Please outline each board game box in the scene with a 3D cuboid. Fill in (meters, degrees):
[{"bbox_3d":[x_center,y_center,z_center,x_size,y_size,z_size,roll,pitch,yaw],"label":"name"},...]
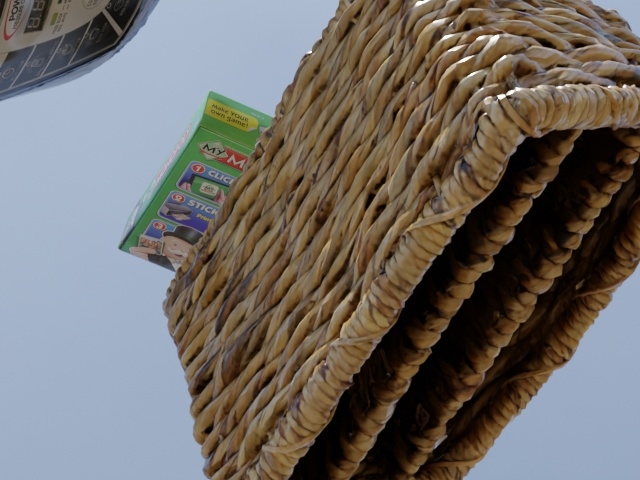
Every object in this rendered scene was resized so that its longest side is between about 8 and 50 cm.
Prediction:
[{"bbox_3d":[0.000,0.000,1.436,0.317,0.046,0.213,23,-40,-14],"label":"board game box"}]

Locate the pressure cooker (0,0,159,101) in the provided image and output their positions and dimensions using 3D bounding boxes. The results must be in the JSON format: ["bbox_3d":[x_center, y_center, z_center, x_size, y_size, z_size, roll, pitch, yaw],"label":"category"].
[{"bbox_3d":[-0.342,-0.252,1.131,0.375,0.370,0.420,-21,2,32],"label":"pressure cooker"}]

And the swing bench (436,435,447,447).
[{"bbox_3d":[0.019,0.299,1.151,0.165,0.255,0.253,3,-39,-19],"label":"swing bench"}]

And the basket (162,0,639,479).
[{"bbox_3d":[0.076,0.023,0.846,0.213,0.223,0.299,21,-65,-26],"label":"basket"}]
